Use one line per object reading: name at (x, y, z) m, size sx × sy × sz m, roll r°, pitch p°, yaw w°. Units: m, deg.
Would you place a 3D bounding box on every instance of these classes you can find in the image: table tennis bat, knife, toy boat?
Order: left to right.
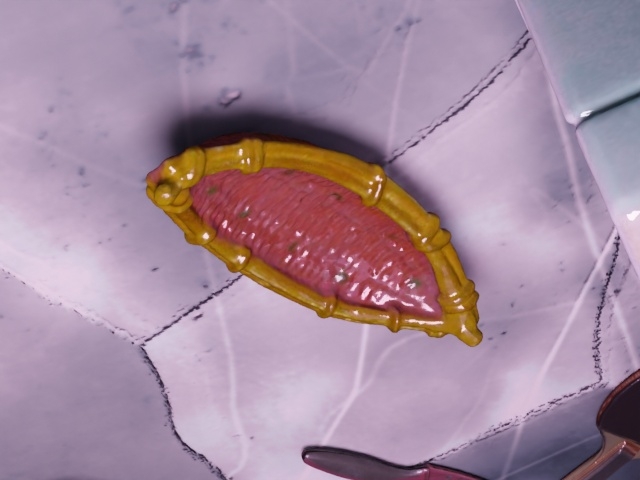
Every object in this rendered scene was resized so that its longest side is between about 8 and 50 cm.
toy boat at (-0.002, -0.006, 1.110) m, size 0.318 × 0.099 × 0.141 m, roll 26°, pitch 127°, yaw -37°
knife at (0.088, 0.218, 1.414) m, size 0.247 × 0.018 × 0.035 m, roll 15°, pitch 126°, yaw -30°
table tennis bat at (0.305, 0.173, 1.416) m, size 0.130 × 0.019 × 0.220 m, roll 25°, pitch 123°, yaw -31°

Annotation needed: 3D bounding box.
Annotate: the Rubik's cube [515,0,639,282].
Rubik's cube at (0.321, -0.086, 0.942) m, size 0.316 × 0.322 × 0.319 m, roll -25°, pitch 134°, yaw 10°
